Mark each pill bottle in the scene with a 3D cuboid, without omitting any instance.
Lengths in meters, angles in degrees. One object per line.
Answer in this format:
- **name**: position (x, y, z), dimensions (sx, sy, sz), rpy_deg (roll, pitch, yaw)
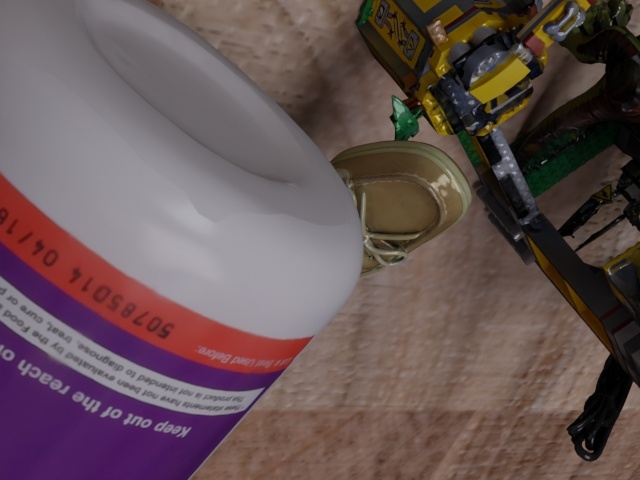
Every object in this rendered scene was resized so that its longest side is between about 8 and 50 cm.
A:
- **pill bottle**: position (-0.143, 0.063, 0.517), dimensions (0.181, 0.181, 0.323), rpy_deg (24, 114, -44)

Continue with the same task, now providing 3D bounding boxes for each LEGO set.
- **LEGO set**: position (0.201, -0.071, 0.605), dimensions (0.331, 0.192, 0.255), rpy_deg (-29, 139, -6)

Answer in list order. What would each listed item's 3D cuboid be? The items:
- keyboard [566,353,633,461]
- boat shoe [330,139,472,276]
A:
- **keyboard**: position (0.221, 0.050, 0.707), dimensions (0.201, 0.317, 0.033), rpy_deg (-22, 108, 35)
- **boat shoe**: position (-0.001, -0.001, 0.590), dimensions (0.153, 0.048, 0.056), rpy_deg (-13, 122, 38)
